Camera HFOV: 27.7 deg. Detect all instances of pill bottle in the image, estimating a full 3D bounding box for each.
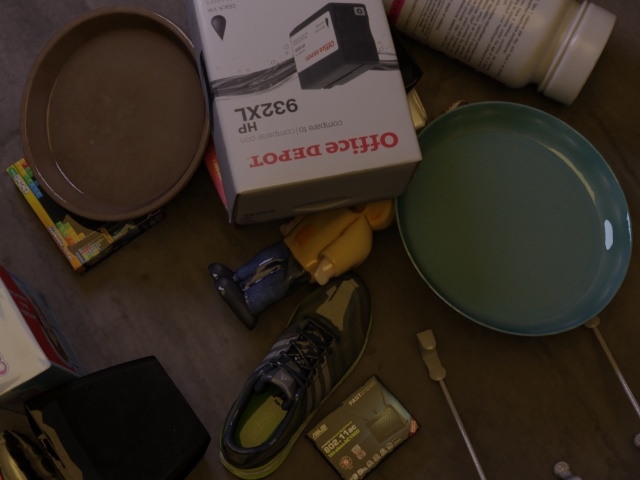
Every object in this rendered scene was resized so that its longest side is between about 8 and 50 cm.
[{"bbox_3d":[0.231,-0.297,1.704,0.283,0.160,0.160,27,80,3],"label":"pill bottle"}]

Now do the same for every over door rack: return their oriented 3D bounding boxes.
[{"bbox_3d":[0.289,0.235,1.633,0.240,0.108,0.324,-19,64,-3],"label":"over door rack"}]

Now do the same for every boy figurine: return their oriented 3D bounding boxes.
[{"bbox_3d":[0.000,0.000,1.648,0.285,0.177,0.092,-35,116,6],"label":"boy figurine"}]

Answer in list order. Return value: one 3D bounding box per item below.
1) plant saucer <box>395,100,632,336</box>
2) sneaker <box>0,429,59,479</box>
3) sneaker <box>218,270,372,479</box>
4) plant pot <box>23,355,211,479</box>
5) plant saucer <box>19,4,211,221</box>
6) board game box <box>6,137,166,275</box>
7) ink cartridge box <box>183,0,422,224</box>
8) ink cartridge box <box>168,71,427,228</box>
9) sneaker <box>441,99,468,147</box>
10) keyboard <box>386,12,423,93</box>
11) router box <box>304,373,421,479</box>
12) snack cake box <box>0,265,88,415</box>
[{"bbox_3d":[0.240,-0.026,1.641,0.318,0.043,0.317,6,68,-14],"label":"plant saucer"},{"bbox_3d":[-0.359,0.375,1.627,0.118,0.107,0.279,-34,76,13],"label":"sneaker"},{"bbox_3d":[-0.027,0.168,1.635,0.111,0.121,0.300,29,80,7],"label":"sneaker"},{"bbox_3d":[-0.241,0.247,1.603,0.167,0.187,0.188,-34,79,-18],"label":"plant pot"},{"bbox_3d":[-0.257,-0.161,1.662,0.278,0.041,0.277,-1,86,19],"label":"plant saucer"},{"bbox_3d":[-0.310,-0.062,1.727,0.141,0.048,0.170,-36,80,-5],"label":"board game box"},{"bbox_3d":[-0.026,-0.196,1.545,0.223,0.129,0.307,-11,76,-9],"label":"ink cartridge box"},{"bbox_3d":[-0.027,-0.168,1.706,0.283,0.117,0.207,-23,77,-3],"label":"ink cartridge box"},{"bbox_3d":[0.169,-0.093,1.718,0.084,0.069,0.185,25,87,1],"label":"sneaker"},{"bbox_3d":[-0.027,-0.282,1.656,0.201,0.033,0.317,-28,77,-10],"label":"keyboard"},{"bbox_3d":[0.054,0.244,1.660,0.122,0.038,0.092,-41,80,-7],"label":"router box"},{"bbox_3d":[-0.370,0.126,1.578,0.089,0.264,0.152,-30,79,-5],"label":"snack cake box"}]
